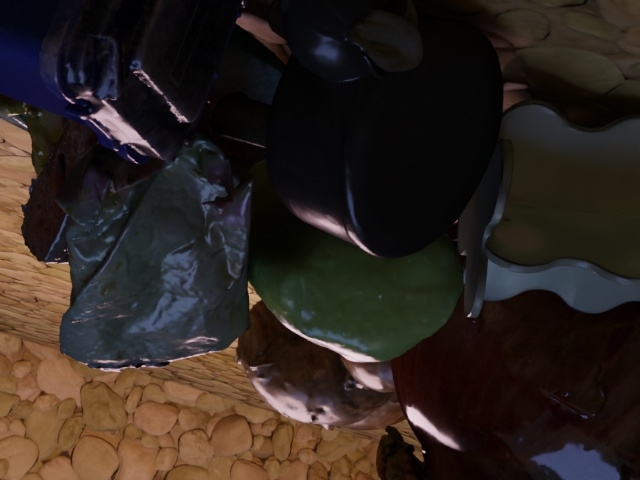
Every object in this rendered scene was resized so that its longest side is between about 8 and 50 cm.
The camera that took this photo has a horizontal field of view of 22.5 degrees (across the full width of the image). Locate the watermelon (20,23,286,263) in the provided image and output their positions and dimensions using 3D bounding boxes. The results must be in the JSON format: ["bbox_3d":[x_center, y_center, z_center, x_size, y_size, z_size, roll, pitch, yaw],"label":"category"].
[{"bbox_3d":[-0.128,-0.065,1.144,0.154,0.241,0.094,23,-151,-39],"label":"watermelon"}]

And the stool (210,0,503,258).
[{"bbox_3d":[0.025,-0.100,1.023,0.139,0.153,0.228,25,132,35],"label":"stool"}]

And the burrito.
[{"bbox_3d":[-0.113,0.001,1.100,0.144,0.089,0.229,-11,146,-15],"label":"burrito"}]

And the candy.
[{"bbox_3d":[0.000,0.000,1.260,0.142,0.132,0.343,46,178,-17],"label":"candy"}]

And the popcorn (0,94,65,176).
[{"bbox_3d":[-0.172,-0.090,1.241,0.162,0.135,0.141,11,-173,-28],"label":"popcorn"}]

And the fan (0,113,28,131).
[{"bbox_3d":[-0.286,-0.124,1.370,0.057,0.023,0.282,35,178,7],"label":"fan"}]

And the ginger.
[{"bbox_3d":[0.043,0.146,1.923,0.256,0.176,0.375,-3,164,7],"label":"ginger"}]

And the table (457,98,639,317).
[{"bbox_3d":[0.208,-0.015,1.130,0.198,0.166,0.166,7,167,-4],"label":"table"}]

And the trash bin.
[{"bbox_3d":[-0.172,-0.153,0.949,0.234,0.162,0.184,16,168,18],"label":"trash bin"}]

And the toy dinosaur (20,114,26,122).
[{"bbox_3d":[-0.224,-0.106,1.366,0.120,0.079,0.292,-8,142,46],"label":"toy dinosaur"}]

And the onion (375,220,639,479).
[{"bbox_3d":[0.214,0.105,1.345,0.354,0.353,0.353,14,167,3],"label":"onion"}]
